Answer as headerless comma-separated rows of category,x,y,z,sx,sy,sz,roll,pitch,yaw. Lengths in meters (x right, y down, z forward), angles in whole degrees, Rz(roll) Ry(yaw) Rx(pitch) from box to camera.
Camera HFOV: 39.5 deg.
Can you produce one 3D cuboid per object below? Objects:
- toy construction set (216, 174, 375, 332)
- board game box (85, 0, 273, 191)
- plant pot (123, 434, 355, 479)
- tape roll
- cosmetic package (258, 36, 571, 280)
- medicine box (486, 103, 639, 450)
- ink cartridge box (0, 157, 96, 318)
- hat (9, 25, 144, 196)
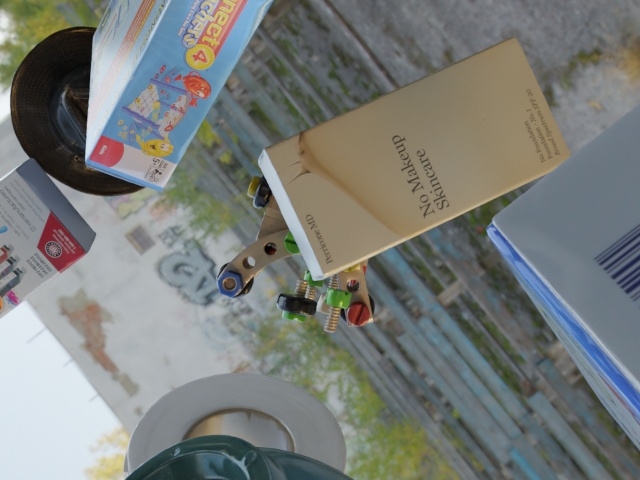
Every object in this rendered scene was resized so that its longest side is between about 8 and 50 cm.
toy construction set,0.000,0.000,1.411,0.257,0.237,0.309,13,-179,25
board game box,-0.148,-0.262,0.955,0.086,0.308,0.302,21,-149,-26
plant pot,-0.069,0.279,0.704,0.196,0.293,0.293,60,177,-32
tape roll,-0.110,0.305,1.170,0.286,0.286,0.100,-127,33,-46
cosmetic package,0.103,-0.090,1.009,0.160,0.309,0.113,64,171,0
medicine box,0.269,0.098,0.533,0.289,0.149,0.263,48,-173,-42
ink cartridge box,-0.382,0.008,1.067,0.128,0.176,0.127,52,-179,-16
hat,-0.399,-0.227,1.628,0.331,0.331,0.134,51,175,-21
